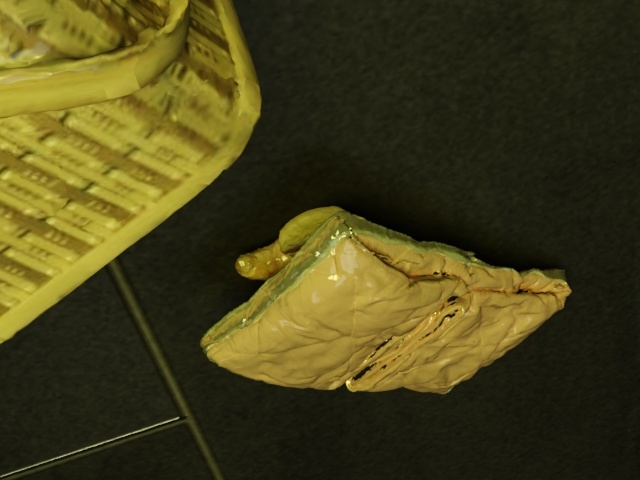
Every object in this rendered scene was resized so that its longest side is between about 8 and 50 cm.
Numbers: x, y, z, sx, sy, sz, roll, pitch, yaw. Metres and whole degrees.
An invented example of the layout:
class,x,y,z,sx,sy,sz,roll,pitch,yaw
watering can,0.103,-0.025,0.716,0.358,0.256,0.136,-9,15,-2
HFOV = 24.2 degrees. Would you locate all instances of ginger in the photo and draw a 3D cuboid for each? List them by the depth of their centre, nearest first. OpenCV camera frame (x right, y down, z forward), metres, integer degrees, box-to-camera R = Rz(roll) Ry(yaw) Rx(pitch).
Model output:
class,x,y,z,sx,sy,sz,roll,pitch,yaw
ginger,-0.001,-0.001,0.816,0.097,0.030,0.048,-6,153,-26

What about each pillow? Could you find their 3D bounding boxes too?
class,x,y,z,sx,sy,sz,roll,pitch,yaw
pillow,0.045,0.047,0.856,0.126,0.043,0.232,-38,150,28

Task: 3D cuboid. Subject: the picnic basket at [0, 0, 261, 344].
class,x,y,z,sx,sy,sz,roll,pitch,yaw
picnic basket,-0.199,-0.068,0.500,0.313,0.228,0.175,-36,141,21
